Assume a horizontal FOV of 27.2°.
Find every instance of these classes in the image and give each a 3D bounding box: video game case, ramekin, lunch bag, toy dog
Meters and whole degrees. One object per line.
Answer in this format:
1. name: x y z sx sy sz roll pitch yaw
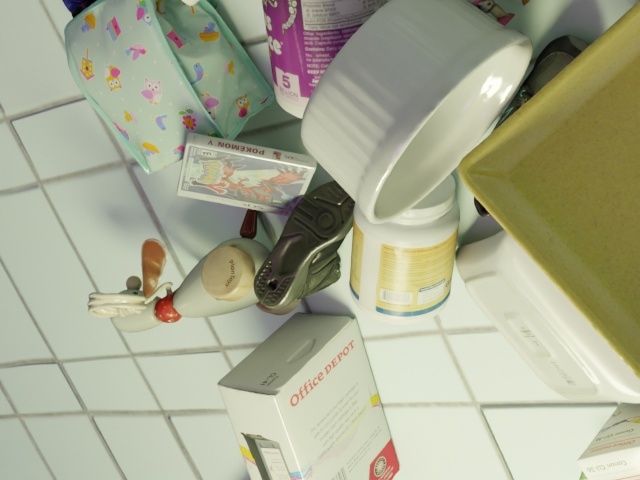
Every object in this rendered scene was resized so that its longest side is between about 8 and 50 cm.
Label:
1. video game case: -0.110 -0.091 1.911 0.183 0.023 0.201 11 159 -6
2. ramekin: 0.104 -0.164 1.531 0.135 0.277 0.277 42 139 15
3. lunch bag: -0.231 -0.253 1.916 0.223 0.160 0.262 -18 113 47
4. toy dog: -0.195 0.044 2.097 0.334 0.161 0.220 -5 161 12

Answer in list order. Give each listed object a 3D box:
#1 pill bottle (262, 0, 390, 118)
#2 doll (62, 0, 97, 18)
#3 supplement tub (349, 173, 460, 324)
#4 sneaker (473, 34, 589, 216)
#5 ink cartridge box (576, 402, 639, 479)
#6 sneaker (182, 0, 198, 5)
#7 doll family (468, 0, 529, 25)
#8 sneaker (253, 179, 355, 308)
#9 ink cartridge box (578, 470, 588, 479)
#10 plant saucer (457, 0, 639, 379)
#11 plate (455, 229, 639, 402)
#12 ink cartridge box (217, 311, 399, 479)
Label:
1. pill bottle: 0.008 -0.315 1.652 0.169 0.169 0.301 16 129 32
2. doll: -0.355 -0.359 2.027 0.189 0.046 0.129 53 140 -4
3. supplement tub: 0.115 0.000 1.813 0.144 0.144 0.199 25 133 25
4. sneaker: 0.264 -0.129 1.620 0.101 0.106 0.267 36 136 17
5. ink cartridge box: 0.414 0.266 1.712 0.115 0.198 0.067 -27 101 48
6. sneaker: -0.168 -0.443 1.788 0.115 0.090 0.232 -17 97 13
7. doll family: 0.205 -0.353 1.519 0.163 0.118 0.263 44 157 -3
8. sneaker: 0.000 0.000 1.971 0.087 0.130 0.227 39 110 18
9. ink cartridge box: 0.492 0.354 1.790 0.235 0.056 0.171 -14 125 44
10. plant saucer: 0.378 -0.065 1.477 0.333 0.333 0.081 48 -178 1
11. plate: 0.287 0.113 1.727 0.278 0.045 0.277 49 169 -1
12. ink cartridge box: -0.011 0.298 2.084 0.131 0.226 0.306 2 120 38
